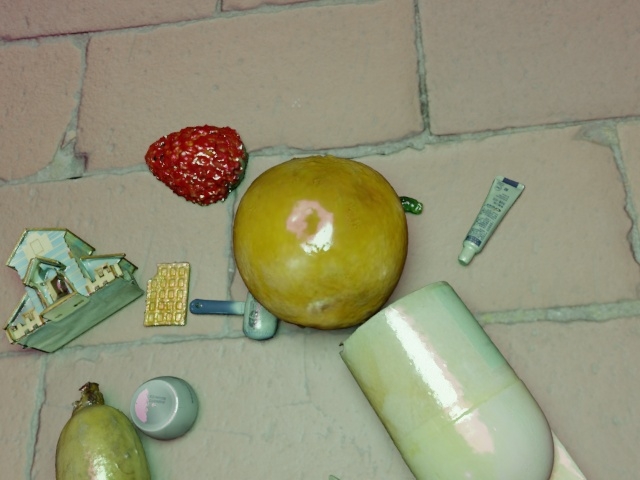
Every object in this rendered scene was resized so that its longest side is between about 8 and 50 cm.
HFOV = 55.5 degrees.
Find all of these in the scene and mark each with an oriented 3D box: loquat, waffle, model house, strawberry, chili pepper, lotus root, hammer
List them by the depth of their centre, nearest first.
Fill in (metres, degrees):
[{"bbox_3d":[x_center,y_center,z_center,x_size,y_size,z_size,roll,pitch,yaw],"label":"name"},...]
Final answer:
[{"bbox_3d":[-0.388,0.413,1.070,0.152,0.169,0.342,-5,63,-39],"label":"lotus root"},{"bbox_3d":[0.000,0.000,1.100,0.329,0.328,0.328,-2,70,6],"label":"loquat"},{"bbox_3d":[-0.174,0.137,1.207,0.194,0.069,0.116,1,70,16],"label":"hammer"},{"bbox_3d":[-0.521,0.069,1.215,0.271,0.178,0.206,-33,68,-2],"label":"model house"},{"bbox_3d":[-0.315,0.110,1.251,0.092,0.021,0.134,-4,70,6],"label":"waffle"},{"bbox_3d":[0.152,-0.067,1.252,0.118,0.035,0.055,-16,52,-3],"label":"chili pepper"},{"bbox_3d":[-0.280,-0.183,1.307,0.237,0.111,0.190,10,74,11],"label":"strawberry"}]

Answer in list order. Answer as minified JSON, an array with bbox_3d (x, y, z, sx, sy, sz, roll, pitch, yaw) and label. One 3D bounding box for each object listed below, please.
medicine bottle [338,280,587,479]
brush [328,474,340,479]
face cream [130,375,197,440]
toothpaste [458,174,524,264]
[{"bbox_3d":[0.232,0.293,1.001,0.236,0.235,0.406,-31,69,-5],"label":"medicine bottle"},{"bbox_3d":[0.117,0.519,1.041,0.299,0.039,0.042,47,120,22],"label":"brush"},{"bbox_3d":[-0.291,0.310,1.129,0.117,0.104,0.117,-3,70,7],"label":"face cream"},{"bbox_3d":[0.336,-0.041,1.219,0.062,0.037,0.216,29,72,16],"label":"toothpaste"}]
